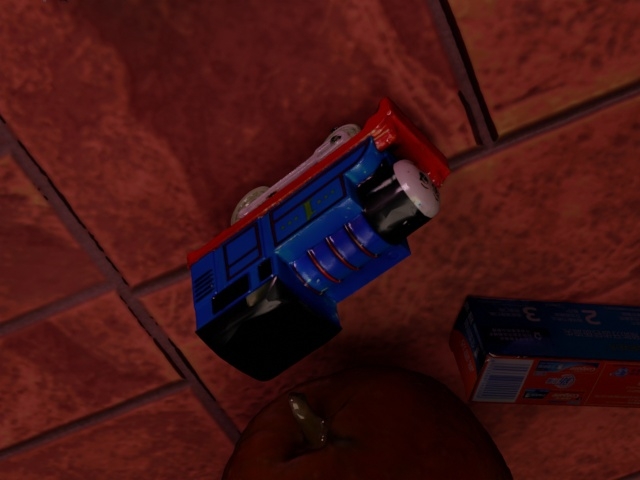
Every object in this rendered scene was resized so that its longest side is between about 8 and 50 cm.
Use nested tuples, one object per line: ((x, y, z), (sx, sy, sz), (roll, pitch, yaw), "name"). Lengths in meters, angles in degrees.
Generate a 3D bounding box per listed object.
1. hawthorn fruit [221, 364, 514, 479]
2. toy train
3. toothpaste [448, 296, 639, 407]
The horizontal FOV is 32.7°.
((0.037, 0.238, 0.937), (0.275, 0.275, 0.299), (-20, 119, 7), "hawthorn fruit")
((0.000, 0.000, 0.806), (0.204, 0.131, 0.083), (-36, 126, 19), "toy train")
((0.281, 0.104, 0.981), (0.320, 0.076, 0.066), (5, 129, -13), "toothpaste")
